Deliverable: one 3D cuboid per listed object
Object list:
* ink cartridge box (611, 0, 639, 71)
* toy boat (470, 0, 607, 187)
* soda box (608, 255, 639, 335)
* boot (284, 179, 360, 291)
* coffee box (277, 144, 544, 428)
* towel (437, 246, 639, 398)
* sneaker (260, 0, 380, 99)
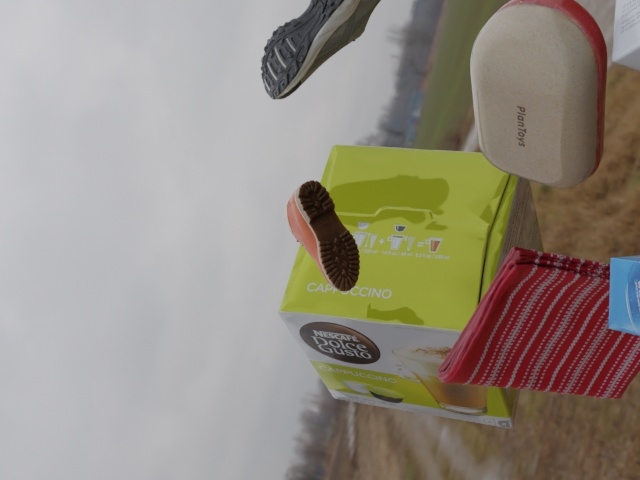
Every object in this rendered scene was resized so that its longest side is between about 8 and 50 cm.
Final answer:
[{"bbox_3d":[0.411,-0.334,1.043,0.223,0.129,0.307,151,129,-66],"label":"ink cartridge box"},{"bbox_3d":[0.264,-0.182,1.201,0.151,0.151,0.231,-50,-33,-30],"label":"toy boat"},{"bbox_3d":[0.331,0.054,0.861,0.210,0.071,0.067,-170,79,-64],"label":"soda box"},{"bbox_3d":[0.000,0.000,1.463,0.085,0.059,0.157,-28,84,61],"label":"boot"},{"bbox_3d":[0.171,0.073,1.789,0.334,0.338,0.338,62,-141,-52],"label":"coffee box"},{"bbox_3d":[0.289,0.106,1.234,0.198,0.275,0.031,-64,30,31],"label":"towel"},{"bbox_3d":[0.006,-0.317,1.642,0.271,0.108,0.100,-47,53,28],"label":"sneaker"}]
